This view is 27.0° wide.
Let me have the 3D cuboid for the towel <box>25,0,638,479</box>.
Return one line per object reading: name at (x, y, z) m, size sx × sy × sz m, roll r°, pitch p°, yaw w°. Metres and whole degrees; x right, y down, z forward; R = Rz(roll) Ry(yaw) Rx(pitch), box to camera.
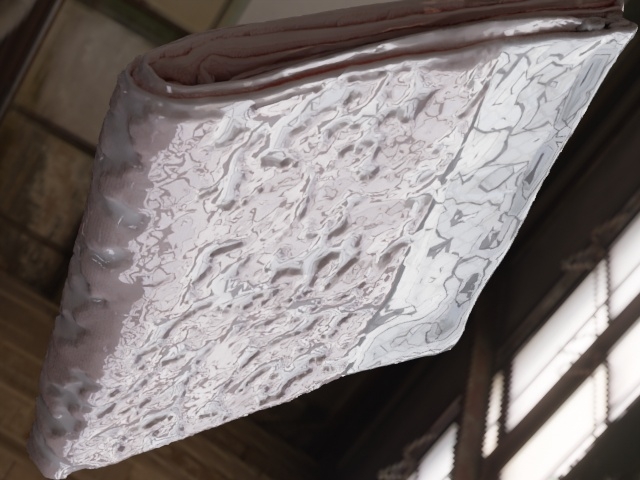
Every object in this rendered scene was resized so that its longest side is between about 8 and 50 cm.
towel at (0.000, 0.000, 0.764) m, size 0.317 × 0.332 × 0.053 m, roll -15°, pitch -123°, yaw -31°
